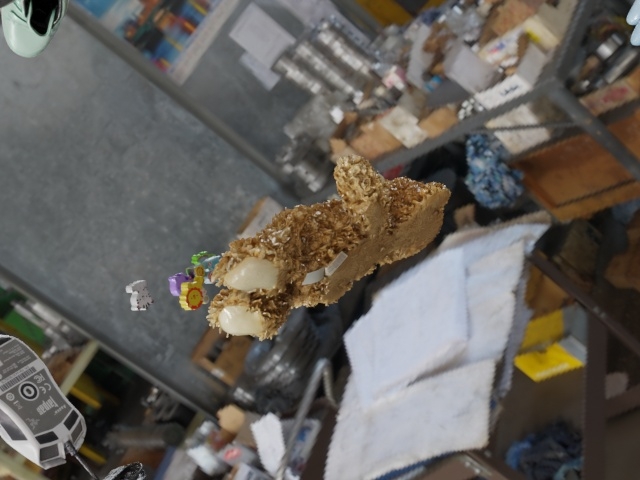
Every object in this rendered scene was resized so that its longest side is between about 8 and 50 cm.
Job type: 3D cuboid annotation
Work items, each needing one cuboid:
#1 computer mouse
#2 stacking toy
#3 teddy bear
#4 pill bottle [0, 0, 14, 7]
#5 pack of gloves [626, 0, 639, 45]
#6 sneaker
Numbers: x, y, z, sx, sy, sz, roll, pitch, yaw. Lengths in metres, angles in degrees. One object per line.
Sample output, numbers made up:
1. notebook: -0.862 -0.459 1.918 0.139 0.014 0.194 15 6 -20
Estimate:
1. computer mouse: -0.249 0.169 0.816 0.042 0.193 0.106 -42 -5 35
2. stacking toy: -0.211 0.067 1.596 0.167 0.052 0.221 -4 16 41
3. teddy bear: 0.000 0.000 1.106 0.338 0.113 0.245 -36 -31 -16
4. pill bottle: -0.350 -0.285 0.755 0.210 0.210 0.363 -43 5 26
5. pack of gloves: 0.313 -0.171 0.613 0.232 0.046 0.195 -45 59 42
6. sneaker: -0.454 -0.350 1.421 0.256 0.094 0.151 -50 31 45
